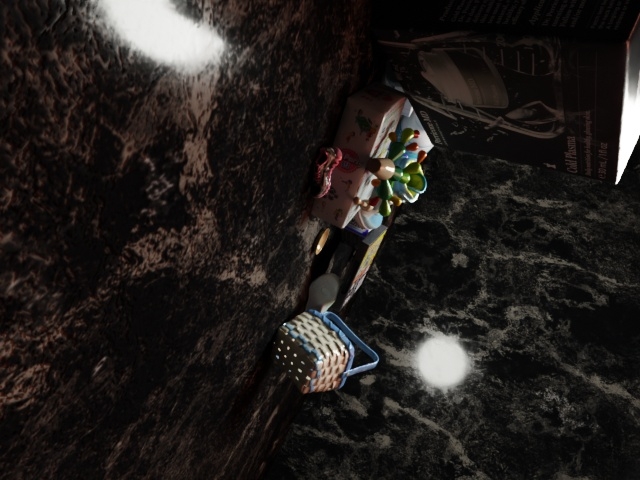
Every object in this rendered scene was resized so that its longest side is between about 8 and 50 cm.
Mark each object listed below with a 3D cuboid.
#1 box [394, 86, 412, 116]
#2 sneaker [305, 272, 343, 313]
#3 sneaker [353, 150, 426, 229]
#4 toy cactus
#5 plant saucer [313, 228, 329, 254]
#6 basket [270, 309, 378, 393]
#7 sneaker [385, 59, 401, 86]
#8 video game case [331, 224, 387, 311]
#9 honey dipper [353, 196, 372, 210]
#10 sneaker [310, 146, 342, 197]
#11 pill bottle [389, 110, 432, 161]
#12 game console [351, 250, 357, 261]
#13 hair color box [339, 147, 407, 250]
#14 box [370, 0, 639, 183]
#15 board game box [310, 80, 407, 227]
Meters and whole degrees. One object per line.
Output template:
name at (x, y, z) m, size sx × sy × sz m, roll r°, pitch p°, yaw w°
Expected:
box at (0.281, -0.480, 1.504) m, size 0.126 × 0.072 × 0.137 m, roll -57°, pitch 167°, yaw -33°
sneaker at (0.030, 0.152, 1.656) m, size 0.151 × 0.094 × 0.255 m, roll -49°, pitch 171°, yaw -37°
sneaker at (0.207, -0.128, 1.439) m, size 0.127 × 0.208 × 0.318 m, roll -54°, pitch 151°, yaw -32°
toy cactus at (0.159, -0.169, 1.134) m, size 0.181 × 0.112 × 0.218 m, roll 3°, pitch 116°, yaw -58°
plant saucer at (0.000, 0.000, 1.401) m, size 0.083 × 0.015 × 0.083 m, roll -60°, pitch 168°, yaw -21°
basket at (0.007, 0.330, 1.496) m, size 0.289 × 0.255 × 0.200 m, roll -11°, pitch 128°, yaw -40°
sneaker at (0.243, -0.497, 1.238) m, size 0.258 × 0.094 × 0.091 m, roll -64°, pitch 164°, yaw -6°
video game case at (0.135, 0.084, 1.621) m, size 0.248 × 0.035 × 0.275 m, roll -67°, pitch 168°, yaw 20°
honey dipper at (0.100, -0.088, 1.167) m, size 0.030 × 0.031 × 0.161 m, roll -66°, pitch 166°, yaw 7°
sneaker at (-0.001, -0.149, 1.041) m, size 0.057 × 0.047 × 0.119 m, roll 1°, pitch 115°, yaw -54°
pill bottle at (0.331, -0.369, 1.656) m, size 0.146 × 0.146 × 0.264 m, roll -62°, pitch -178°, yaw -15°
game console at (0.219, -0.065, 2.190) m, size 0.361 × 0.044 × 0.213 m, roll -67°, pitch 167°, yaw 9°
hair color box at (0.187, -0.143, 1.717) m, size 0.338 × 0.110 × 0.185 m, roll -60°, pitch 169°, yaw -14°
box at (0.443, -0.398, 1.044) m, size 0.297 × 0.472 × 0.480 m, roll -62°, pitch 145°, yaw -7°
board game box at (0.096, -0.212, 1.186) m, size 0.224 × 0.098 × 0.303 m, roll -50°, pitch 163°, yaw -56°
